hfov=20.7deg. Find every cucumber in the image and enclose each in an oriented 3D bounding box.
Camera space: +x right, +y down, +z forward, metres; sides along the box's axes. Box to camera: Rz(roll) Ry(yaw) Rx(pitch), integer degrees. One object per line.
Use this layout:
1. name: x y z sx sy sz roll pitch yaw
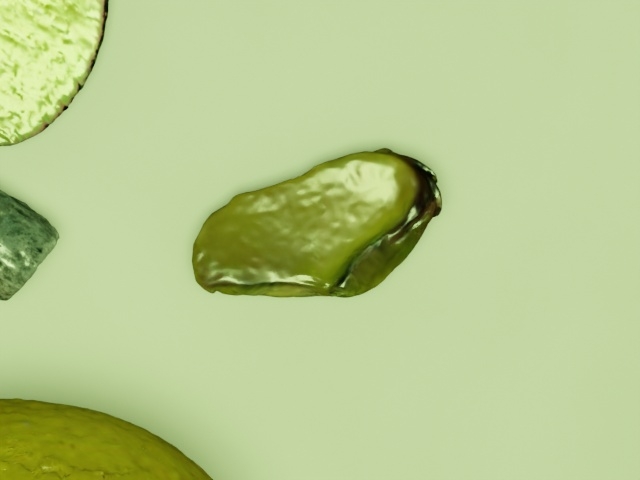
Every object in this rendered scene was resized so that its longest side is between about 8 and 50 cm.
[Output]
1. cucumber: -0.228 -0.012 1.130 0.112 0.064 0.064 33 93 -10

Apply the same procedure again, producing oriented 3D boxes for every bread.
1. bread: -0.249 -0.162 1.123 0.229 0.033 0.228 -1 97 -9

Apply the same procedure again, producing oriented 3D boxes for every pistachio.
1. pistachio: 0.000 0.000 1.168 0.173 0.049 0.089 -20 77 -2

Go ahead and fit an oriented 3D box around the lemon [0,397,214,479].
1. lemon: -0.174 0.226 1.072 0.310 0.258 0.257 3 97 -6
